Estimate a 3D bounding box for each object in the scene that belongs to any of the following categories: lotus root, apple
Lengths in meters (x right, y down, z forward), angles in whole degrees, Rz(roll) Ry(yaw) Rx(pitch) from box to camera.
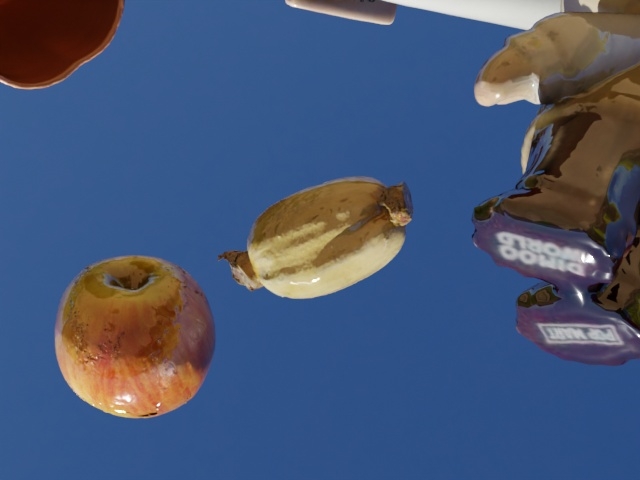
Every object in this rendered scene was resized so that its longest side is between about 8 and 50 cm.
[{"bbox_3d":[0.000,0.000,1.066,0.150,0.073,0.062,-22,-174,27],"label":"lotus root"},{"bbox_3d":[-0.157,0.086,1.357,0.146,0.146,0.146,-15,-134,16],"label":"apple"}]

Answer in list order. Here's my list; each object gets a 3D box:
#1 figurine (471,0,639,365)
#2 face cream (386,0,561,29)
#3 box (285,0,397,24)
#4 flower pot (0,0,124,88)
[{"bbox_3d":[0.174,-0.105,0.857,0.206,0.218,0.365,3,-132,53],"label":"figurine"},{"bbox_3d":[0.121,-0.205,1.177,0.314,0.089,0.143,5,-148,-24],"label":"face cream"},{"bbox_3d":[0.022,-0.236,1.513,0.025,0.115,0.048,30,-70,58],"label":"box"},{"bbox_3d":[-0.294,-0.242,1.432,0.190,0.191,0.173,-46,-145,-16],"label":"flower pot"}]
